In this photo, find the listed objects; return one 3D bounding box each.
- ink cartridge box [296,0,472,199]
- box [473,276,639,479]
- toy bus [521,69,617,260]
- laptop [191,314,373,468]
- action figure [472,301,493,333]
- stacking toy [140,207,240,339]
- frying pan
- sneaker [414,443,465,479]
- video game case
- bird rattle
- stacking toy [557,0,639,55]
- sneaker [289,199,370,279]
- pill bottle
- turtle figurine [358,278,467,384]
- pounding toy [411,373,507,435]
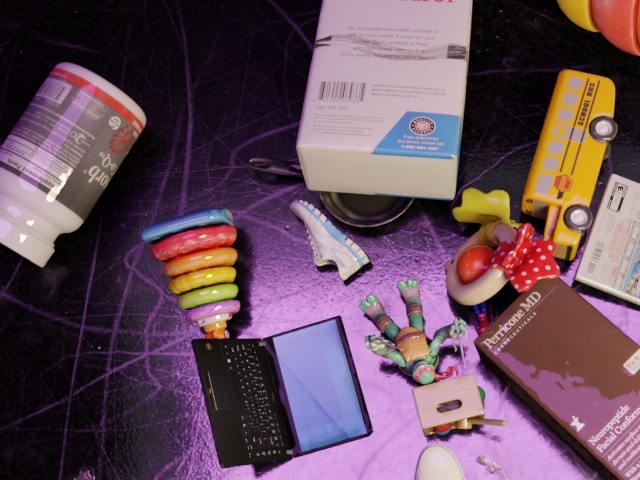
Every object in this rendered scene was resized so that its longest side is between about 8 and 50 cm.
[{"bbox_3d":[0.131,-0.292,1.837,0.285,0.166,0.395,5,64,10],"label":"ink cartridge box"},{"bbox_3d":[0.461,0.247,1.637,0.191,0.143,0.381,-45,63,-5],"label":"box"},{"bbox_3d":[0.459,-0.139,1.797,0.130,0.108,0.333,16,76,14],"label":"toy bus"},{"bbox_3d":[-0.067,0.263,1.737,0.136,0.264,0.234,-32,65,37],"label":"laptop"},{"bbox_3d":[0.294,0.132,1.779,0.038,0.030,0.115,-16,68,8],"label":"action figure"},{"bbox_3d":[-0.213,0.100,1.819,0.165,0.175,0.302,-15,82,2],"label":"stacking toy"},{"bbox_3d":[0.030,-0.100,1.881,0.326,0.053,0.197,-14,69,5],"label":"frying pan"},{"bbox_3d":[0.206,0.473,1.651,0.094,0.091,0.258,-5,72,7],"label":"sneaker"},{"bbox_3d":[0.583,0.009,1.761,0.193,0.023,0.212,22,77,5],"label":"video game case"},{"bbox_3d":[0.311,0.034,1.727,0.207,0.143,0.253,-48,31,19],"label":"bird rattle"},{"bbox_3d":[0.567,-0.495,1.839,0.479,0.350,0.351,22,76,34],"label":"stacking toy"},{"bbox_3d":[0.000,0.000,1.849,0.190,0.071,0.083,43,89,19],"label":"sneaker"},{"bbox_3d":[-0.517,-0.145,1.900,0.210,0.210,0.363,27,79,16],"label":"pill bottle"},{"bbox_3d":[0.159,0.175,1.718,0.175,0.118,0.234,-11,39,-12],"label":"turtle figurine"},{"bbox_3d":[0.239,0.294,1.683,0.141,0.130,0.100,-15,71,4],"label":"pounding toy"}]
